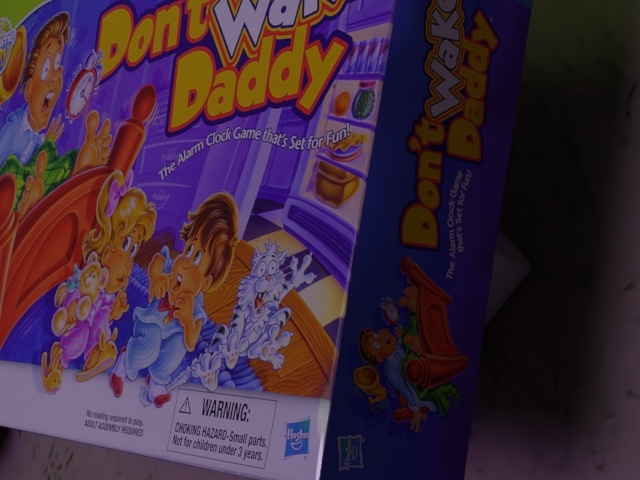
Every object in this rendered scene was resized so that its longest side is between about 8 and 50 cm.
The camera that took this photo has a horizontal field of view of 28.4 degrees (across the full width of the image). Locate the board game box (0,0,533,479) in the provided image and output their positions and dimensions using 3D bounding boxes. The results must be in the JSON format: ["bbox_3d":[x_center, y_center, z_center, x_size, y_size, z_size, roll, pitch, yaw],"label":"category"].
[{"bbox_3d":[-0.070,-0.017,0.598,0.347,0.078,0.233,-2,75,48],"label":"board game box"}]

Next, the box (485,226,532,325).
[{"bbox_3d":[0.000,0.000,0.645,0.130,0.091,0.170,-54,44,20],"label":"box"}]
